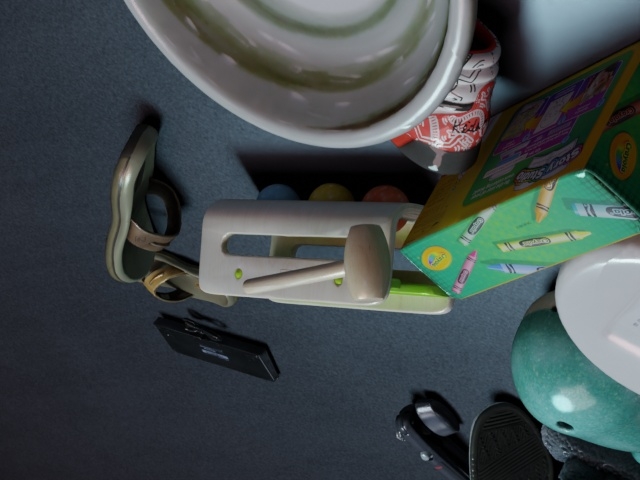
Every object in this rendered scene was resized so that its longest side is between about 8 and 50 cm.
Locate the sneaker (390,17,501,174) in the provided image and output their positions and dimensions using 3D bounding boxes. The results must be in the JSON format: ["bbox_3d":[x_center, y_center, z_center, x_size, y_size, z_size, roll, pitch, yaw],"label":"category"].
[{"bbox_3d":[0.050,-0.185,1.455,0.270,0.090,0.145,34,132,25],"label":"sneaker"}]

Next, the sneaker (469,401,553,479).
[{"bbox_3d":[0.246,0.330,2.002,0.178,0.123,0.295,-140,33,-78],"label":"sneaker"}]

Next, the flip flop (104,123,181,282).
[{"bbox_3d":[-0.206,-0.036,1.904,0.080,0.112,0.277,15,144,1],"label":"flip flop"}]

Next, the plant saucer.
[{"bbox_3d":[-0.024,-0.270,1.327,0.400,0.100,0.400,25,137,25],"label":"plant saucer"}]

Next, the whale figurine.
[{"bbox_3d":[0.311,0.173,1.675,0.216,0.141,0.272,-4,135,46],"label":"whale figurine"}]

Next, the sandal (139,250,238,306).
[{"bbox_3d":[-0.192,0.057,2.064,0.180,0.049,0.072,17,147,24],"label":"sandal"}]

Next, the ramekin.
[{"bbox_3d":[0.352,0.044,1.453,0.277,0.135,0.277,24,150,15],"label":"ramekin"}]

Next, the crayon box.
[{"bbox_3d":[0.205,-0.059,1.404,0.081,0.165,0.278,41,149,-15],"label":"crayon box"}]

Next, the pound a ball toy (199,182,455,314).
[{"bbox_3d":[0.000,0.000,1.681,0.319,0.136,0.208,2,174,42],"label":"pound a ball toy"}]

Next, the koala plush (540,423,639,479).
[{"bbox_3d":[0.351,0.344,1.856,0.203,0.196,0.221,8,140,18],"label":"koala plush"}]

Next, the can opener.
[{"bbox_3d":[0.159,0.275,2.052,0.073,0.059,0.186,-2,136,44],"label":"can opener"}]

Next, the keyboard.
[{"bbox_3d":[-0.147,0.142,2.178,0.180,0.023,0.108,13,152,28],"label":"keyboard"}]
